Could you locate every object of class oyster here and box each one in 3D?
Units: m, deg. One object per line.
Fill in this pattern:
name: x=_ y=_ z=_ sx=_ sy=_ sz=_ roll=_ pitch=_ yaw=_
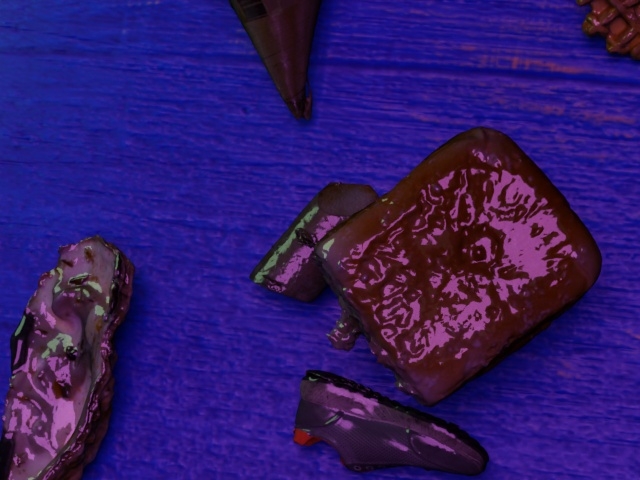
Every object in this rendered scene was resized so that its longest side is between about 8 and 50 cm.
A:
oyster: x=-0.258 y=0.159 z=1.841 sx=0.129 sy=0.078 sz=0.345 roll=9 pitch=78 yaw=33

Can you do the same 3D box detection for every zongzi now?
zongzi: x=0.011 y=-0.305 z=1.903 sx=0.260 sy=0.123 sz=0.289 roll=-32 pitch=82 yaw=-3

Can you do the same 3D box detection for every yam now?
yam: x=0.000 y=0.000 z=1.839 sx=0.070 sy=0.070 sz=0.146 roll=40 pitch=85 yaw=16

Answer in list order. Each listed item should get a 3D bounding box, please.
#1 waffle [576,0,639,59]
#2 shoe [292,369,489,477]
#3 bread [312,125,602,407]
waffle: x=0.342 y=-0.247 z=1.832 sx=0.194 sy=0.051 sz=0.149 roll=-1 pitch=114 yaw=14
shoe: x=0.061 y=0.187 z=1.783 sx=0.194 sy=0.074 sz=0.077 roll=23 pitch=91 yaw=17
bread: x=0.113 y=0.030 z=1.760 sx=0.246 sy=0.176 sz=0.195 roll=-36 pitch=85 yaw=-5
